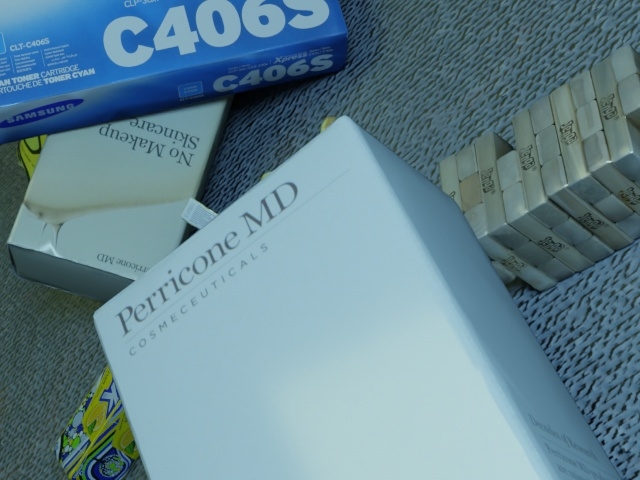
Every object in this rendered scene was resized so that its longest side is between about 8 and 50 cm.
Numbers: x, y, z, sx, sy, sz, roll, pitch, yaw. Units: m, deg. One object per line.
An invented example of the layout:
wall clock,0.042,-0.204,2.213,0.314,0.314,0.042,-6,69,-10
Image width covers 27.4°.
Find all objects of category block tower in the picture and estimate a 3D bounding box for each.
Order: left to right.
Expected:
block tower,0.239,-0.083,0.889,0.335,0.091,0.097,-31,46,32

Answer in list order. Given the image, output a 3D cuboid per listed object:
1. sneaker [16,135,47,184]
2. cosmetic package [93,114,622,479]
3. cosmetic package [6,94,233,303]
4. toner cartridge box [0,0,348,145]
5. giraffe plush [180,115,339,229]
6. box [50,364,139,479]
sneaker,-0.297,-0.153,1.516,0.147,0.145,0.385,-40,38,25
cosmetic package,0.054,0.174,0.769,0.230,0.161,0.453,-38,53,14
cosmetic package,-0.185,-0.097,1.308,0.113,0.160,0.310,114,172,-69
toner cartridge box,-0.161,-0.212,1.246,0.347,0.075,0.165,-14,69,-7
giraffe plush,0.000,0.000,1.067,0.181,0.210,0.170,-39,11,29
box,-0.180,0.151,1.238,0.169,0.054,0.059,-57,36,3
